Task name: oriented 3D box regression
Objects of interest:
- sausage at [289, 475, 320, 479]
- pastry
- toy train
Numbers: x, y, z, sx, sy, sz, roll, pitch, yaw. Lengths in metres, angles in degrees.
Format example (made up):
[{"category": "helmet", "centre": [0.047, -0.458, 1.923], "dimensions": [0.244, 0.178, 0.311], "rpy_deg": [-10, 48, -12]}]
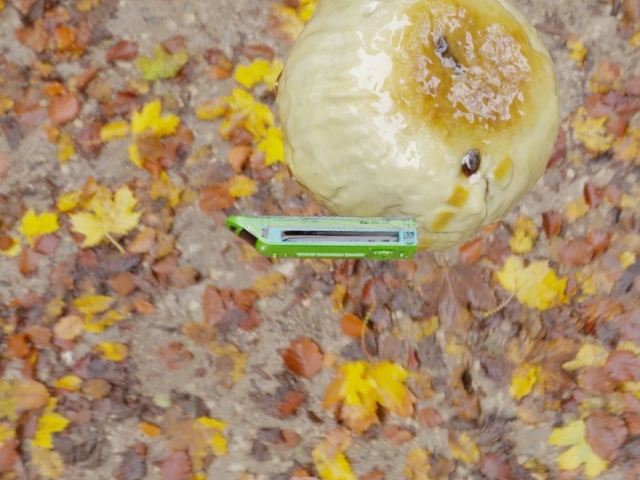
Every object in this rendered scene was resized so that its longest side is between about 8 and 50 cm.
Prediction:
[{"category": "sausage", "centre": [-0.042, 0.281, 0.775], "dimensions": [0.065, 0.065, 0.169], "rpy_deg": [35, 104, 15]}, {"category": "pastry", "centre": [0.118, -0.173, 1.232], "dimensions": [0.389, 0.313, 0.388], "rpy_deg": [2, 85, -24]}, {"category": "toy train", "centre": [0.000, 0.000, 1.008], "dimensions": [0.209, 0.044, 0.042], "rpy_deg": [0, 67, -3]}]
